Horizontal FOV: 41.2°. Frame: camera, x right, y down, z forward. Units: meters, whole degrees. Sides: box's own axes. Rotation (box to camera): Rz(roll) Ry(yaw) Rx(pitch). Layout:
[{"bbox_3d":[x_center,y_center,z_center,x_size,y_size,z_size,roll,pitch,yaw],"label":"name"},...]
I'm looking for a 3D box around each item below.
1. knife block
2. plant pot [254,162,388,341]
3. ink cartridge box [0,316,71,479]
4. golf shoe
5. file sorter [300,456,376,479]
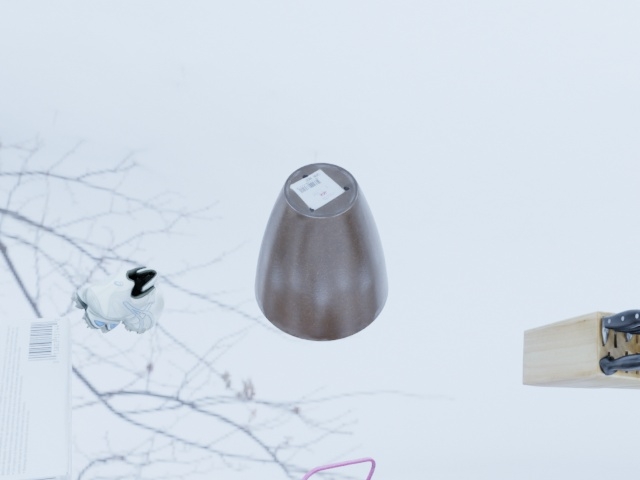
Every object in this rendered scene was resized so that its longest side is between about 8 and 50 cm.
[{"bbox_3d":[0.381,0.146,1.162,0.276,0.088,0.242,-3,162,31],"label":"knife block"},{"bbox_3d":[0.000,0.000,1.281,0.216,0.215,0.230,2,141,3],"label":"plant pot"},{"bbox_3d":[-0.411,0.193,0.942,0.261,0.296,0.066,-1,118,-15],"label":"ink cartridge box"},{"bbox_3d":[-0.222,0.068,1.044,0.086,0.069,0.176,-36,171,11],"label":"golf shoe"},{"bbox_3d":[0.094,0.495,1.313,0.202,0.182,0.291,4,-157,-48],"label":"file sorter"}]
